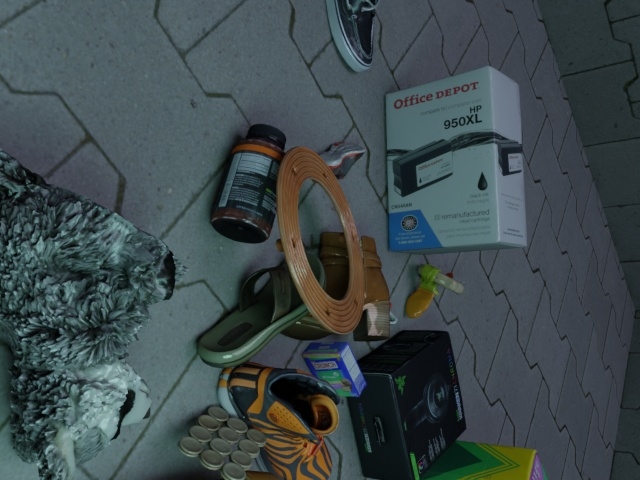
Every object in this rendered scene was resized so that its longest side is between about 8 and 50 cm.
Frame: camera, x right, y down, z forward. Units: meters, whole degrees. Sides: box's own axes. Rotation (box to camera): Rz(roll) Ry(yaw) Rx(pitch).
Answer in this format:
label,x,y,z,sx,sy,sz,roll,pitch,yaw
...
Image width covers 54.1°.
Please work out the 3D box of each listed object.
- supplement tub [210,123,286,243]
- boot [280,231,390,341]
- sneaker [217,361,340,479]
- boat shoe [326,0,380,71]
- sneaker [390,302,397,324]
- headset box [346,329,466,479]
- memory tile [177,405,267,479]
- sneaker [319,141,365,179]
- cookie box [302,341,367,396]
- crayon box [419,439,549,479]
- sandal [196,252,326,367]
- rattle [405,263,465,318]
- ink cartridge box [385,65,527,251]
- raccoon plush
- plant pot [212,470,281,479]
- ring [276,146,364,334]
label,x,y,z,sx,sy,sz,roll,pitch,yaw
supplement tub,-0.115,-0.101,1.082,0.106,0.106,0.198,37,58,-43
boot,0.021,0.081,1.235,0.283,0.109,0.220,6,67,-29
sneaker,-0.031,0.333,1.073,0.321,0.180,0.125,55,47,-32
boat shoe,0.080,-0.530,1.379,0.108,0.102,0.302,-22,102,-50
sneaker,0.114,0.128,1.363,0.161,0.075,0.057,58,45,-29
headset box,0.185,0.359,1.381,0.283,0.131,0.247,-19,100,-50
memory tile,-0.149,0.311,0.964,0.012,0.113,0.148,-63,174,14
sneaker,0.040,-0.165,1.338,0.158,0.061,0.065,-31,136,-48
cookie box,0.028,0.252,1.228,0.040,0.091,0.107,-48,121,-47
crayon box,0.389,0.623,1.457,0.106,0.313,0.363,-53,125,-40
sandal,-0.091,0.100,1.068,0.303,0.120,0.086,-41,127,-45
rattle,0.297,0.140,1.600,0.199,0.130,0.143,31,70,-75
ink cartridge box,0.314,-0.174,1.482,0.166,0.285,0.395,7,80,-50
raccoon plush,-0.378,0.078,0.736,0.446,0.216,0.299,32,73,-12
plant pot,-0.166,0.432,0.898,0.187,0.205,0.205,20,70,-33
ring,0.000,0.000,1.101,0.336,0.032,0.337,47,36,-51
